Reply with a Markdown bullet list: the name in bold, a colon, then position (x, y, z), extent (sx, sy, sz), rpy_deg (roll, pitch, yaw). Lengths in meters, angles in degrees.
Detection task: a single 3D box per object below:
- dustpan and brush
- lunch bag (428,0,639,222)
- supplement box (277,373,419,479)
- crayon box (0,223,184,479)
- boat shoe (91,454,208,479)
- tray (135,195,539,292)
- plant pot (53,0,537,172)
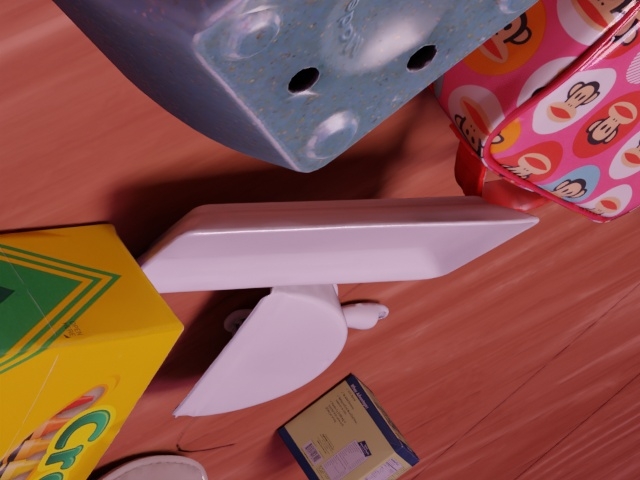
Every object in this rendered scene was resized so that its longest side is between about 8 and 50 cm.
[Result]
- **dustpan and brush**: position (-0.012, 0.071, 1.479), extent (0.211, 0.060, 0.147), rpy_deg (5, 134, -43)
- **lunch bag**: position (0.202, -0.115, 1.348), extent (0.258, 0.120, 0.293), rpy_deg (-42, 153, 13)
- **supplement box**: position (0.024, 0.177, 1.645), extent (0.083, 0.083, 0.056), rpy_deg (-37, 154, 3)
- **crayon box**: position (-0.301, 0.159, 1.210), extent (0.313, 0.106, 0.363), rpy_deg (-6, 140, -45)
- **boat shoe**: position (-0.182, 0.219, 1.522), extent (0.206, 0.075, 0.065), rpy_deg (-20, -168, -39)
- **tray**: position (0.000, 0.000, 1.305), extent (0.270, 0.030, 0.145), rpy_deg (-2, 163, -28)
- **plant pot**: position (-0.036, -0.178, 0.822), extent (0.247, 0.252, 0.248), rpy_deg (-37, 153, 3)
